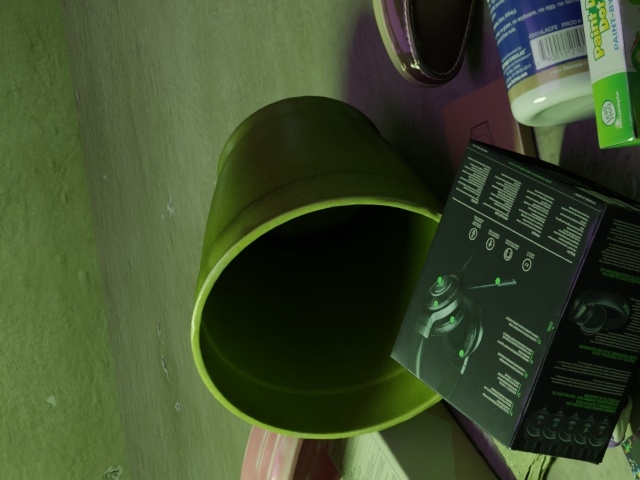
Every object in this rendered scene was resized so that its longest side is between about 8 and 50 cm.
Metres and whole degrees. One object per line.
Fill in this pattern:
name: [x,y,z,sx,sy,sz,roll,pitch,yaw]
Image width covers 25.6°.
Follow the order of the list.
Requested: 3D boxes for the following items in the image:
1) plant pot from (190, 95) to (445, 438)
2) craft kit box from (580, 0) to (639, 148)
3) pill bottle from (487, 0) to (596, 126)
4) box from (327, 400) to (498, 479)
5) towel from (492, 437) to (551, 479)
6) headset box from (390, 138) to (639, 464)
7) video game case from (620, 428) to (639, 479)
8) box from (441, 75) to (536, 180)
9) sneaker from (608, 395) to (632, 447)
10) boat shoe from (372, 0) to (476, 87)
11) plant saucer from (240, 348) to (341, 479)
plant pot: [0.000,0.000,1.802,0.353,0.367,0.366,-106,23,-53]
craft kit box: [0.325,-0.207,1.146,0.061,0.250,0.246,163,100,-64]
pill bottle: [0.243,-0.259,1.418,0.153,0.153,0.264,-29,70,63]
box: [0.133,0.322,1.835,0.311,0.121,0.148,56,144,44]
towel: [0.237,0.216,1.700,0.148,0.027,0.110,58,146,40]
headset box: [0.220,0.069,1.476,0.246,0.131,0.283,34,107,57]
video game case: [0.397,0.259,1.356,0.210,0.042,0.232,-58,46,53]
box: [0.209,-0.084,1.689,0.164,0.021,0.201,-23,75,64]
sneaker: [0.281,0.167,1.555,0.170,0.068,0.071,-122,19,-50]
boat shoe: [0.142,-0.351,1.652,0.123,0.123,0.341,-166,77,-65]
plant saucer: [-0.029,0.282,1.971,0.332,0.084,0.332,14,-90,-75]
